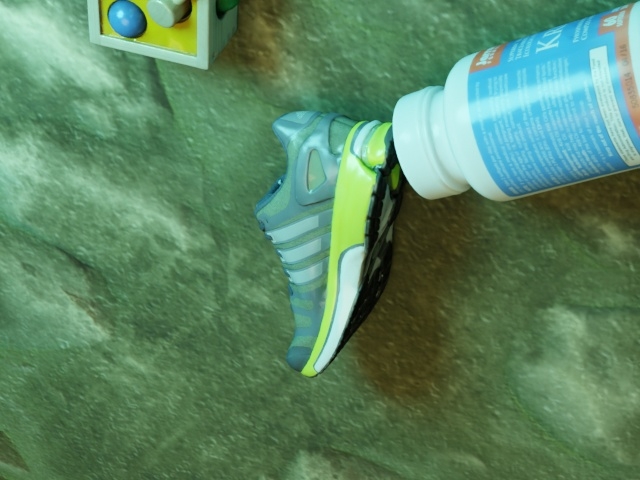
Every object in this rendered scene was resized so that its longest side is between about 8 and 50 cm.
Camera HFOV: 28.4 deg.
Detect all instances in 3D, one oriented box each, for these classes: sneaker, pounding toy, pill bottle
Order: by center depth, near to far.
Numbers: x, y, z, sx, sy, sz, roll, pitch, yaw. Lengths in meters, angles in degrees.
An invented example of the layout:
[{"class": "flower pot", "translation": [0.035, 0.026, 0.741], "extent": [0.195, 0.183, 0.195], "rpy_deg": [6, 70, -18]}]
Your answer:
[{"class": "pill bottle", "translation": [0.173, -0.100, 0.997], "extent": [0.221, 0.124, 0.124], "rpy_deg": [-14, 120, 30]}, {"class": "pounding toy", "translation": [-0.122, -0.213, 1.044], "extent": [0.141, 0.100, 0.130], "rpy_deg": [15, 131, 11]}, {"class": "sneaker", "translation": [0.000, 0.000, 1.178], "extent": [0.121, 0.111, 0.300], "rpy_deg": [24, 127, 17]}]
